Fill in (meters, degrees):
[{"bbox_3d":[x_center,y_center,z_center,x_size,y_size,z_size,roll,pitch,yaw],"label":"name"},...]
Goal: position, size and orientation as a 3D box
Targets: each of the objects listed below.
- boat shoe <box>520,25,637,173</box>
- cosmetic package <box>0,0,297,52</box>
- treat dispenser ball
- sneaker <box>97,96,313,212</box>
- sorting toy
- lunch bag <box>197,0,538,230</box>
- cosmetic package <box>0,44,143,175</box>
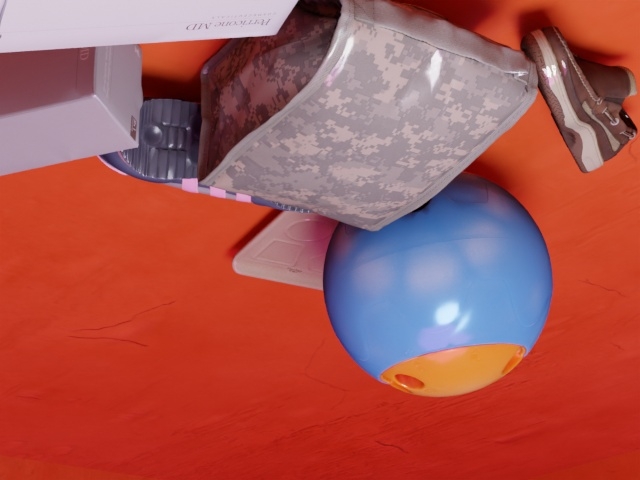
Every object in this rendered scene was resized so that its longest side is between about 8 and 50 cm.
[{"bbox_3d":[0.291,-0.167,1.077,0.095,0.095,0.257,-28,153,14],"label":"boat shoe"},{"bbox_3d":[-0.150,-0.252,0.703,0.377,0.097,0.284,-11,163,-31],"label":"cosmetic package"},{"bbox_3d":[0.146,0.052,1.248,0.288,0.288,0.288,-3,153,-1],"label":"treat dispenser ball"},{"bbox_3d":[-0.117,-0.104,1.150,0.319,0.112,0.131,14,178,-40],"label":"sneaker"},{"bbox_3d":[0.000,0.000,1.413,0.193,0.038,0.208,12,144,-29],"label":"sorting toy"},{"bbox_3d":[0.041,-0.146,0.984,0.235,0.169,0.287,14,152,-31],"label":"lunch bag"},{"bbox_3d":[-0.304,-0.144,0.989,0.238,0.127,0.107,-13,152,14],"label":"cosmetic package"}]
